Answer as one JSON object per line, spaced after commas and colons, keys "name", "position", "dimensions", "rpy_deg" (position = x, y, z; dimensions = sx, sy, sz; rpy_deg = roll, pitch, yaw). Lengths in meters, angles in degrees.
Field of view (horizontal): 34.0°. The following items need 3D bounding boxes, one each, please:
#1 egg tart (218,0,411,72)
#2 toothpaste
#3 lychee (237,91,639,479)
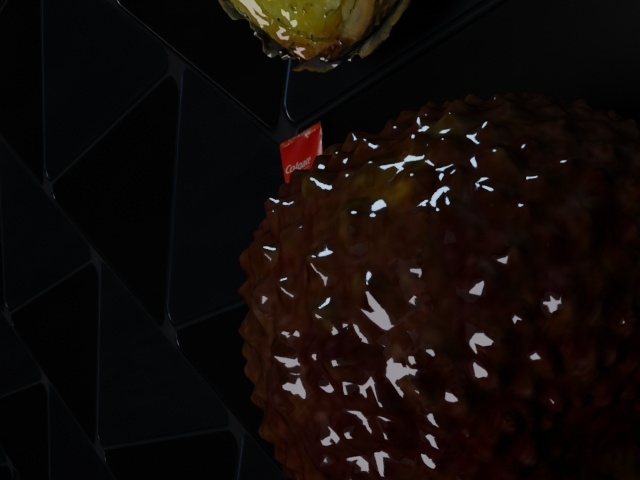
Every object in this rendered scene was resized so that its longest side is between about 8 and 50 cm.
{"name": "egg tart", "position": [-0.006, -0.262, 0.742], "dimensions": [0.279, 0.095, 0.279], "rpy_deg": [33, 134, 42]}
{"name": "toothpaste", "position": [0.000, 0.000, 0.889], "dimensions": [0.071, 0.045, 0.193], "rpy_deg": [-19, 82, 57]}
{"name": "lychee", "position": [0.096, 0.048, 0.552], "dimensions": [0.304, 0.276, 0.275], "rpy_deg": [-126, 36, -49]}
